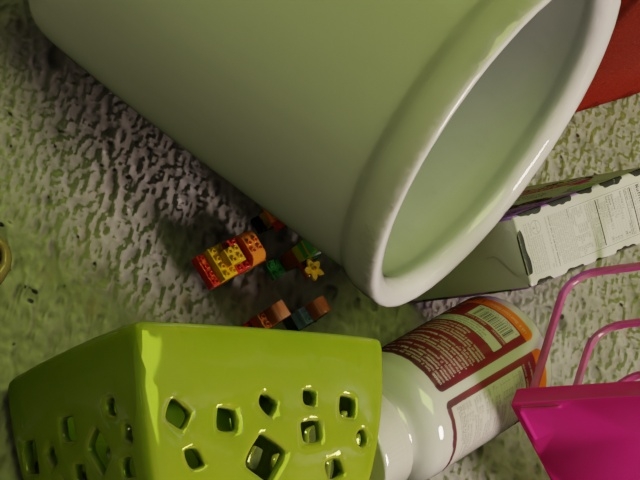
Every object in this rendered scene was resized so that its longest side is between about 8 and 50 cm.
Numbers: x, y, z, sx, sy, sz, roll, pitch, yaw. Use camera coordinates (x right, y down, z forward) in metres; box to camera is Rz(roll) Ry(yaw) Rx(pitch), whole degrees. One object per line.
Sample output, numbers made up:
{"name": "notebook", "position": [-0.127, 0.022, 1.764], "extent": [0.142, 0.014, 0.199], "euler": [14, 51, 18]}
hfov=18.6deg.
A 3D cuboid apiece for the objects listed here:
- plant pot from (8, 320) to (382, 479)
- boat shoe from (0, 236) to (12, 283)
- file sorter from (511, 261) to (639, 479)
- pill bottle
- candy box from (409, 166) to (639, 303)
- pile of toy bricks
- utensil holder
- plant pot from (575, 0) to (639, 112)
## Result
{"name": "plant pot", "position": [-0.093, 0.190, 1.505], "extent": [0.228, 0.227, 0.207], "euler": [5, 72, -34]}
{"name": "boat shoe", "position": [-0.392, 0.043, 1.438], "extent": [0.341, 0.110, 0.122], "euler": [-15, 77, -39]}
{"name": "file sorter", "position": [0.335, 0.175, 1.747], "extent": [0.291, 0.202, 0.182], "euler": [60, 38, -33]}
{"name": "pill bottle", "position": [0.094, 0.140, 1.716], "extent": [0.221, 0.121, 0.121], "euler": [-26, 84, -40]}
{"name": "candy box", "position": [0.195, -0.005, 1.824], "extent": [0.196, 0.165, 0.070], "euler": [-20, 96, -40]}
{"name": "pile of toy bricks", "position": [0.000, 0.000, 1.732], "extent": [0.212, 0.105, 0.118], "euler": [-29, 86, -40]}
{"name": "utensil holder", "position": [-0.003, -0.186, 1.611], "extent": [0.385, 0.328, 0.327], "euler": [36, 48, 17]}
{"name": "plant pot", "position": [0.276, -0.297, 1.985], "extent": [0.267, 0.236, 0.267], "euler": [-19, 79, -39]}
